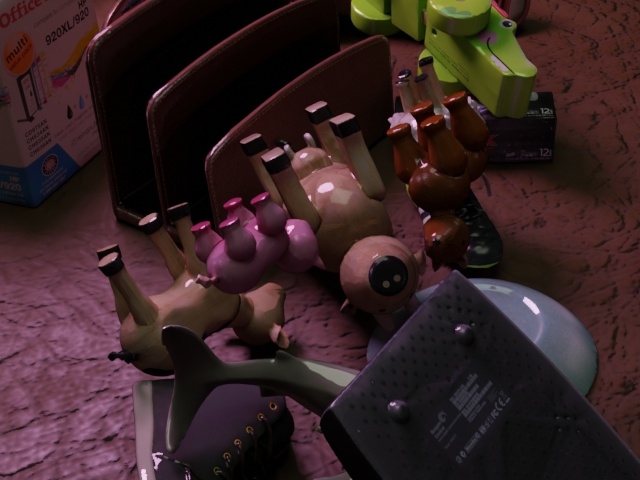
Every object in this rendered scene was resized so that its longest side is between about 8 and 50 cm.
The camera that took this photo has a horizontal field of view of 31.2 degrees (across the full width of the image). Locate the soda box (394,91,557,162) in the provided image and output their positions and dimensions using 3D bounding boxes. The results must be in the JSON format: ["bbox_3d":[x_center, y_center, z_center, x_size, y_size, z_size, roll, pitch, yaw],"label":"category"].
[{"bbox_3d":[0.164,-0.120,1.221,0.169,0.060,0.053,-1,39,6],"label":"soda box"}]

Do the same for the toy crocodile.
[{"bbox_3d":[0.121,-0.255,1.230,0.105,0.115,0.340,-26,52,-20],"label":"toy crocodile"}]

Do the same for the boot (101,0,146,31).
[{"bbox_3d":[-0.250,-0.315,1.552,0.106,0.082,0.219,-6,33,38],"label":"boot"}]

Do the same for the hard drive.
[{"bbox_3d":[0.122,0.160,0.729,0.254,0.054,0.172,48,49,-1],"label":"hard drive"}]

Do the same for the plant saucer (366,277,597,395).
[{"bbox_3d":[0.136,0.082,0.964,0.195,0.037,0.195,-2,36,2],"label":"plant saucer"}]

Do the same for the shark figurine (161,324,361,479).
[{"bbox_3d":[0.030,0.111,0.809,0.278,0.116,0.166,29,37,3],"label":"shark figurine"}]

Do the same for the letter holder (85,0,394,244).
[{"bbox_3d":[-0.071,-0.160,1.171,0.152,0.214,0.302,21,42,31],"label":"letter holder"}]

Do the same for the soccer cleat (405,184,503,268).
[{"bbox_3d":[0.123,-0.038,1.101,0.060,0.072,0.179,-13,36,-12],"label":"soccer cleat"}]

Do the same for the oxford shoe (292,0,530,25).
[{"bbox_3d":[0.097,-0.339,1.490,0.348,0.122,0.130,13,4,1],"label":"oxford shoe"}]

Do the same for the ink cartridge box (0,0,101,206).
[{"bbox_3d":[-0.345,-0.188,1.225,0.168,0.232,0.171,13,39,23],"label":"ink cartridge box"}]

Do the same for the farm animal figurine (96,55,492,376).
[{"bbox_3d":[0.000,0.000,0.971,0.330,0.172,0.326,-21,18,10],"label":"farm animal figurine"}]

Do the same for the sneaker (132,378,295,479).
[{"bbox_3d":[-0.069,0.167,0.827,0.118,0.083,0.222,-10,35,-8],"label":"sneaker"}]
